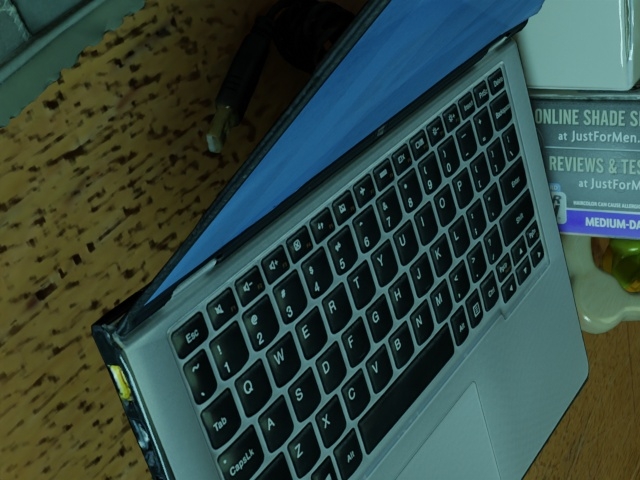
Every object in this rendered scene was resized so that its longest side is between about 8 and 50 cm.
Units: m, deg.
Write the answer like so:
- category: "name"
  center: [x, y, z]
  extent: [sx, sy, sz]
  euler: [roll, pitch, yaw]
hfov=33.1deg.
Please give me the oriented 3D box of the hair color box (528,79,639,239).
- category: "hair color box"
  center: [0.269, -0.100, 0.860]
  extent: [0.339, 0.185, 0.110]
  euler: [-32, 122, -56]

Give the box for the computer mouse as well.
- category: "computer mouse"
  center: [0.000, 0.000, 0.580]
  extent: [0.184, 0.060, 0.262]
  euler: [37, 71, -44]

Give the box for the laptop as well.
- category: "laptop"
  center: [0.117, -0.003, 0.497]
  extent: [0.382, 0.236, 0.408]
  euler: [-40, 120, -46]

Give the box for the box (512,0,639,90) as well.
- category: "box"
  center: [0.211, -0.223, 0.806]
  extent: [0.311, 0.148, 0.121]
  euler: [-40, 129, -46]

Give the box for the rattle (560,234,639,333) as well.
- category: "rattle"
  center: [0.244, 0.047, 1.021]
  extent: [0.200, 0.143, 0.130]
  euler: [-44, 101, -25]

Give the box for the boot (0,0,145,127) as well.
- category: "boot"
  center: [-0.135, -0.154, 0.353]
  extent: [0.189, 0.076, 0.208]
  euler: [-59, 134, -36]
